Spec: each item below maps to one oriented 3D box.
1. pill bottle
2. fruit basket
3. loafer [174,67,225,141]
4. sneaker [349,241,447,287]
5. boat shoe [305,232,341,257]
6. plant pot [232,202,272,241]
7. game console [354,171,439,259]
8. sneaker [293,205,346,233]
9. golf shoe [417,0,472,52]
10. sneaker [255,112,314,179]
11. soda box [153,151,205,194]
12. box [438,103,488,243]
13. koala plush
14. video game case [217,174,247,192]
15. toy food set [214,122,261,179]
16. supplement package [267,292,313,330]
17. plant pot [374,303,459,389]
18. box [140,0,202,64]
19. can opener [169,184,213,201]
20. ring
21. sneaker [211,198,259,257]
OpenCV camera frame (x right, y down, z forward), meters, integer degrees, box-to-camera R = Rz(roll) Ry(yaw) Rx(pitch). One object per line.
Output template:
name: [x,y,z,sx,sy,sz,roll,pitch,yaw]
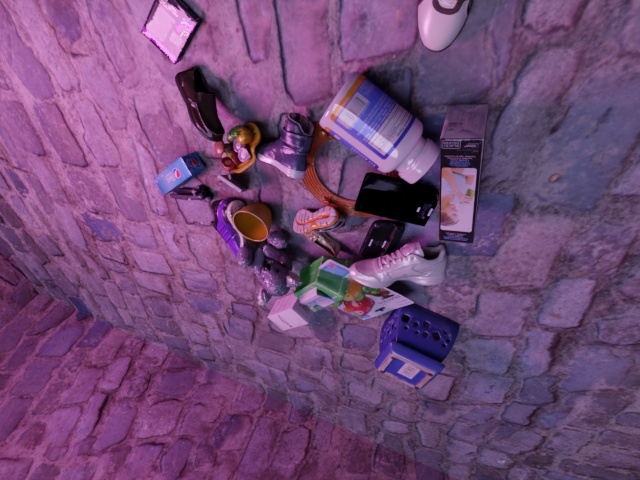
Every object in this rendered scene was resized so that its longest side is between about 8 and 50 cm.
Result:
pill bottle: [0.147,-0.260,0.965,0.272,0.152,0.152,35,139,-8]
fruit basket: [0.096,0.203,1.451,0.353,0.165,0.327,32,147,-15]
loafer: [-0.331,-0.385,1.132,0.078,0.080,0.220,-23,100,33]
sneaker: [0.242,0.063,1.247,0.306,0.114,0.152,-4,128,-2]
boat shoe: [0.000,0.001,1.392,0.153,0.048,0.056,35,139,-7]
plant pot: [-0.223,-0.078,1.402,0.134,0.095,0.134,16,138,15]
game console: [0.192,-0.048,1.212,0.213,0.043,0.361,13,141,-2]
sneaker: [-0.008,-0.057,1.319,0.215,0.084,0.083,-2,165,45]
golf shoe: [0.234,-0.472,0.728,0.105,0.120,0.272,19,140,9]
sneaker: [-0.105,-0.287,1.135,0.226,0.086,0.163,33,121,37]
soda box: [-0.498,-0.233,1.411,0.210,0.067,0.071,-19,104,42]
box: [0.337,-0.154,0.957,0.087,0.169,0.289,6,133,21]
koala plush: [-0.163,0.119,1.438,0.196,0.221,0.203,-28,130,-2]
video game case: [-0.287,-0.189,1.325,0.087,0.122,0.011,34,96,-6]
toy food set: [-0.264,-0.270,1.200,0.218,0.071,0.128,-25,73,44]
supplement package: [-0.122,0.304,1.725,0.105,0.105,0.179,45,137,-18]
plant pot: [0.339,0.396,1.478,0.236,0.212,0.236,25,139,6]
box: [-0.394,-0.563,1.057,0.116,0.029,0.162,43,139,-17]
can opener: [-0.489,-0.168,1.489,0.186,0.059,0.073,5,134,25]
ring: [0.080,-0.196,1.161,0.337,0.032,0.336,15,138,14]
sneaker: [-0.331,-0.038,1.513,0.146,0.102,0.293,12,132,25]
